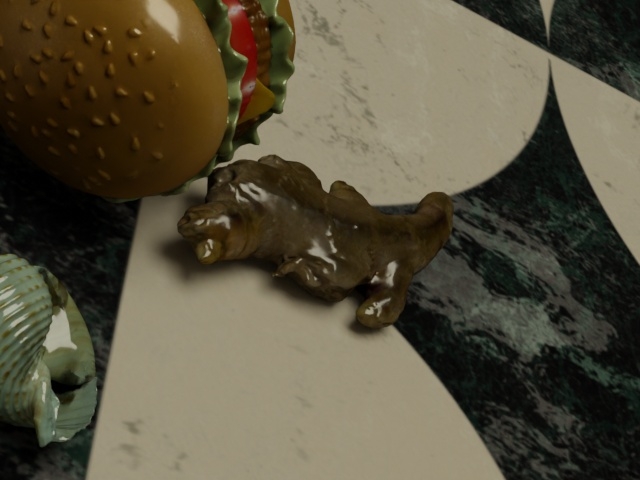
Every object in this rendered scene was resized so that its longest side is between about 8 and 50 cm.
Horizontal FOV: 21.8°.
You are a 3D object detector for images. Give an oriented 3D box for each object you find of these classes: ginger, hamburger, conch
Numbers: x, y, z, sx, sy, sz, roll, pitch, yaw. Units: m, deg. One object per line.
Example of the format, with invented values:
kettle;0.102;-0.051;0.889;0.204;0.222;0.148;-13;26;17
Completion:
ginger;-0.002;-0.001;1.597;0.333;0.080;0.166;17;59;-37
hamburger;-0.172;-0.162;1.456;0.274;0.274;0.212;43;36;2
conch;-0.240;0.082;1.297;0.135;0.102;0.153;-17;98;-59
